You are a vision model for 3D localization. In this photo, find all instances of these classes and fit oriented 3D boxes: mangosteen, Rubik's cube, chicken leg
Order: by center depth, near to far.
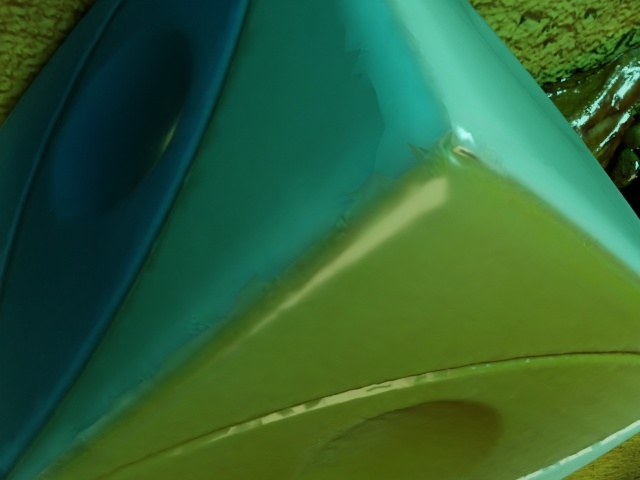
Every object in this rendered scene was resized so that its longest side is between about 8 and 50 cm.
[{"bbox_3d":[0.000,0.000,0.566,0.352,0.352,0.347,-42,134,20],"label":"Rubik's cube"},{"bbox_3d":[0.266,-0.133,0.731,0.304,0.093,0.113,-37,125,13],"label":"chicken leg"},{"bbox_3d":[0.334,-0.064,0.807,0.151,0.137,0.137,21,133,4],"label":"mangosteen"}]
